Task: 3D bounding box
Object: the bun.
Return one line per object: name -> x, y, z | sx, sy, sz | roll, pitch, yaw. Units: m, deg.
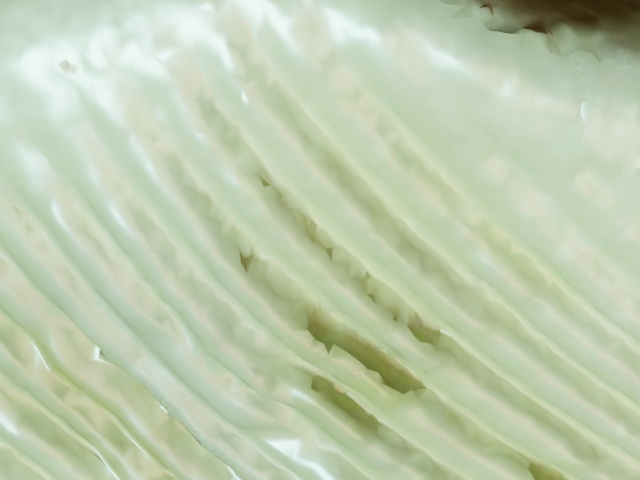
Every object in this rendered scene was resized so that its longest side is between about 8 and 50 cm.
bun -> 0.000, 0.000, 0.611 | 0.352, 0.227, 0.349 | -37, 115, 22
